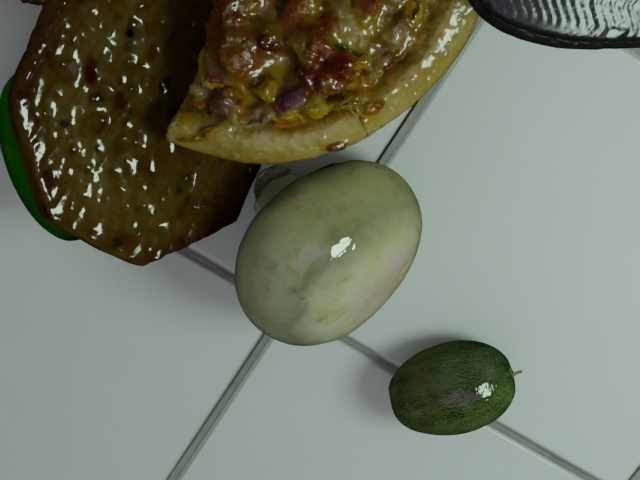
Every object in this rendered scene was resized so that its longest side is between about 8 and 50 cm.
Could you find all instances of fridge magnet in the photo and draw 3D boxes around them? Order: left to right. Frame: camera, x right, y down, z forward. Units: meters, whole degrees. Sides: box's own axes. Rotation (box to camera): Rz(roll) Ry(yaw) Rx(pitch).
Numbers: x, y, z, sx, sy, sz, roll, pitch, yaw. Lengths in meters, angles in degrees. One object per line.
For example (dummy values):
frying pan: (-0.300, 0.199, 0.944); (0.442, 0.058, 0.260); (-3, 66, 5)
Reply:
fridge magnet: (-0.307, -0.101, 1.975); (0.088, 0.208, 0.208); (-22, 118, -35)

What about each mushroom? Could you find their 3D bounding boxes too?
mushroom: (0.000, 0.000, 1.981); (0.246, 0.246, 0.202); (-48, 63, 20)

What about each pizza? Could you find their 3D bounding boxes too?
pizza: (-0.002, -0.236, 1.842); (0.409, 0.114, 0.277); (-23, 88, 6)

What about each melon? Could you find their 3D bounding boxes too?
melon: (0.166, 0.180, 2.083); (0.167, 0.114, 0.114); (-15, 111, 10)

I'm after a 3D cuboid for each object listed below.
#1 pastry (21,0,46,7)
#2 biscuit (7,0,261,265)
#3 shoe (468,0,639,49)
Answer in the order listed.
pastry: (-0.332, -0.313, 1.938); (0.169, 0.063, 0.087); (21, 110, -4)
biscuit: (-0.191, -0.148, 1.896); (0.359, 0.046, 0.359); (-11, 107, -38)
shoe: (0.320, -0.301, 1.800); (0.384, 0.237, 0.171); (3, 114, -12)
